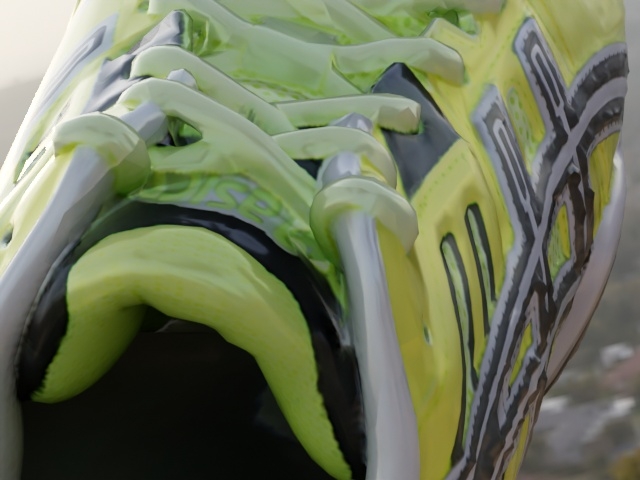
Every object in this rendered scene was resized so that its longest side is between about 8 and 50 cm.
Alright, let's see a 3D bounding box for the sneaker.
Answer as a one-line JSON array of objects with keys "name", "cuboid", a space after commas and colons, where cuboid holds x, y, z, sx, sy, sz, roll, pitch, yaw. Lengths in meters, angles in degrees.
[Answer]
[{"name": "sneaker", "cuboid": [0.000, 0.000, 0.407, 0.145, 0.384, 0.147, 11, -29, 0]}]
